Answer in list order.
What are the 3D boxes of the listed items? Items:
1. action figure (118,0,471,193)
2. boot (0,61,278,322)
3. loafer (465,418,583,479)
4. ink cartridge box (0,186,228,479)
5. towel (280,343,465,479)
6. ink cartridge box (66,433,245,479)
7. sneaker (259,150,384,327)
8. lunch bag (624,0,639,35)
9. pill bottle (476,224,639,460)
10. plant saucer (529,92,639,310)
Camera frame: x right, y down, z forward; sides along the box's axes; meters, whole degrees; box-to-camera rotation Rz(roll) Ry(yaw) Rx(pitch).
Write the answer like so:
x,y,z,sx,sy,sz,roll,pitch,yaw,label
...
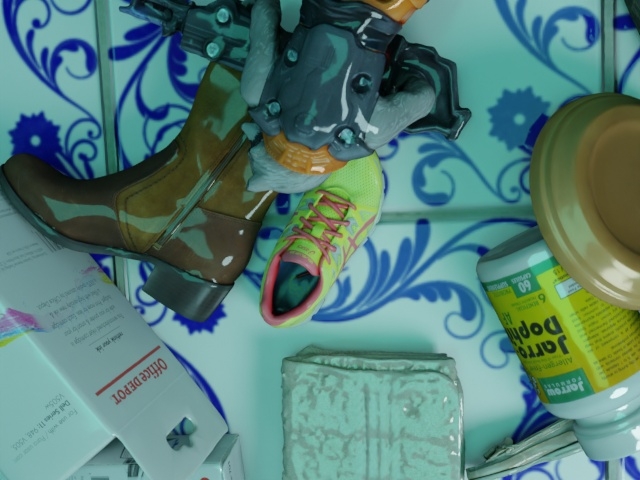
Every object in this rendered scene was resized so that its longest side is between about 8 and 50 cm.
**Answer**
x,y,z,sx,sy,sz,roll,pitch,yaw,label
-0.029,-0.192,0.803,0.342,0.178,0.330,14,116,7,action figure
-0.147,-0.098,0.930,0.264,0.096,0.280,33,101,5,boot
0.200,0.206,0.940,0.125,0.045,0.039,-19,77,5,loafer
-0.263,0.110,0.920,0.119,0.207,0.353,-40,90,13,ink cartridge box
0.050,0.249,0.959,0.187,0.049,0.282,2,93,11,towel
-0.175,0.281,0.989,0.191,0.082,0.139,-4,101,9,ink cartridge box
0.000,0.000,0.917,0.082,0.094,0.208,25,100,8,sneaker
0.408,-0.227,0.733,0.305,0.256,0.212,-26,93,12,lunch bag
0.238,0.089,0.875,0.118,0.117,0.208,-26,93,12,pill bottle
0.276,-0.040,0.833,0.200,0.037,0.199,7,72,-22,plant saucer
